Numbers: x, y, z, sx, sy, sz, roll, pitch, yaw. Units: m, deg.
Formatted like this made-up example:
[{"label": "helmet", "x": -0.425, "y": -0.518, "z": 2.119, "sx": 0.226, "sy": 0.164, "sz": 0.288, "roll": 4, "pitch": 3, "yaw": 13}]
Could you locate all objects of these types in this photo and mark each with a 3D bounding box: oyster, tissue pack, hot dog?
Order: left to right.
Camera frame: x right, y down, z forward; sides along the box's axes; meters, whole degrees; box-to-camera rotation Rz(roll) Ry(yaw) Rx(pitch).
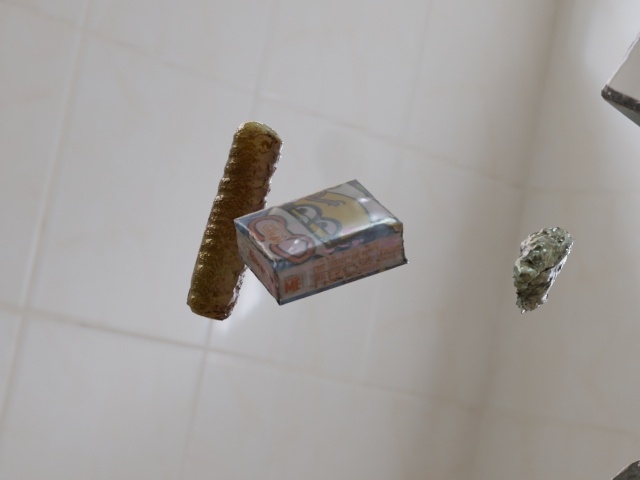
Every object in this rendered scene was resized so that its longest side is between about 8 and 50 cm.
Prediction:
[{"label": "hot dog", "x": -0.118, "y": -0.025, "z": 2.246, "sx": 0.083, "sy": 0.289, "sz": 0.068, "roll": 12, "pitch": 9, "yaw": -27}, {"label": "tissue pack", "x": 0.000, "y": 0.000, "z": 1.715, "sx": 0.155, "sy": 0.065, "sz": 0.115, "roll": -17, "pitch": 34, "yaw": -20}, {"label": "oyster", "x": 0.283, "y": 0.037, "z": 2.078, "sx": 0.064, "sy": 0.125, "sz": 0.177, "roll": 21, "pitch": -19, "yaw": 8}]

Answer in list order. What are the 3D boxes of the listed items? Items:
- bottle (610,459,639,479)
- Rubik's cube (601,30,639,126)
[{"label": "bottle", "x": 0.285, "y": 0.280, "z": 1.224, "sx": 0.112, "sy": 0.112, "sz": 0.260, "roll": 4, "pitch": -49, "yaw": 47}, {"label": "Rubik's cube", "x": 0.423, "y": -0.144, "z": 1.445, "sx": 0.205, "sy": 0.207, "sz": 0.205, "roll": 33, "pitch": 1, "yaw": -31}]
